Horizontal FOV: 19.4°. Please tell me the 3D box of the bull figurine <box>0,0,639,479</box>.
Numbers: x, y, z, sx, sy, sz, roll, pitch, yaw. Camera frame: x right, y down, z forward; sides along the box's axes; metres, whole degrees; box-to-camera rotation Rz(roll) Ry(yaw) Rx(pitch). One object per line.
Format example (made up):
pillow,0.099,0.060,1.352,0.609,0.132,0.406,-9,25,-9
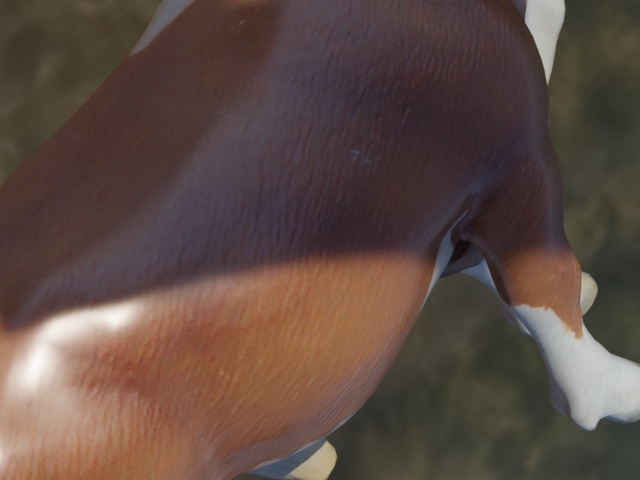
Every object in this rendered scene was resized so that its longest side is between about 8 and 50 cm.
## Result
bull figurine,0.000,0.000,0.479,0.310,0.101,0.188,-46,117,-17
